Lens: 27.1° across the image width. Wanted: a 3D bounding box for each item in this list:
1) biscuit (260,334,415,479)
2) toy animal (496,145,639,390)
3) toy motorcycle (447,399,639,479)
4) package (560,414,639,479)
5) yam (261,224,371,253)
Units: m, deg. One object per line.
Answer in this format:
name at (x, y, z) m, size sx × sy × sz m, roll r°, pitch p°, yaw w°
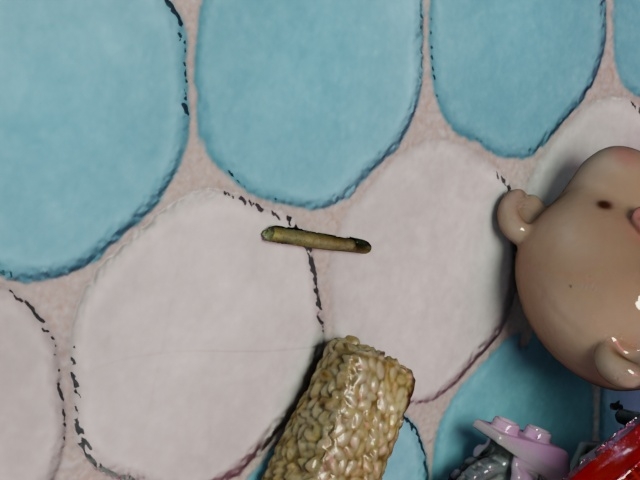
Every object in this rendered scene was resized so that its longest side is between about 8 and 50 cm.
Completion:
biscuit at (0.012, 0.159, 1.029) m, size 0.082 × 0.070 × 0.168 m, roll 32°, pitch 77°, yaw -44°
toy animal at (0.286, 0.036, 1.164) m, size 0.229 × 0.210 × 0.221 m, roll -31°, pitch 146°, yaw -6°
toy motorcycle at (0.250, 0.222, 1.203) m, size 0.327 × 0.143 × 0.188 m, roll 20°, pitch 94°, yaw -32°
package at (0.310, 0.186, 1.103) m, size 0.269 × 0.071 × 0.194 m, roll -27°, pitch 134°, yaw -10°
yam at (0.000, 0.000, 1.018) m, size 0.107 × 0.014 × 0.014 m, roll 8°, pitch 95°, yaw -41°
